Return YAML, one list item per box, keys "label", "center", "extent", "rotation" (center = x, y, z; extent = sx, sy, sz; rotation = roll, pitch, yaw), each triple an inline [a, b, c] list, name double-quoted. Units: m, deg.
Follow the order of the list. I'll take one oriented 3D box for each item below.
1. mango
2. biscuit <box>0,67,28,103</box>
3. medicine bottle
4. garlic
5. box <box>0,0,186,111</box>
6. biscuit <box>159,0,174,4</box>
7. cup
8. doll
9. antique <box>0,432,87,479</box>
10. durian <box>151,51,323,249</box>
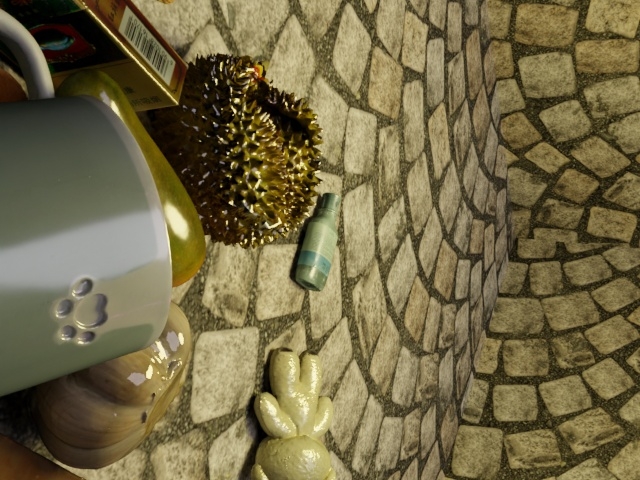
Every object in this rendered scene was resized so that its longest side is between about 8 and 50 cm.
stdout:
- label: "mango"
  center: [-0.229, -0.061, 0.804]
  extent: [0.129, 0.146, 0.289]
  rotation: [-27, 119, -13]
- label: "biscuit"
  center: [-0.333, -0.069, 0.803]
  extent: [0.324, 0.049, 0.205]
  rotation: [60, 43, -49]
- label: "medicine bottle"
  center: [0.000, 0.000, 1.451]
  extent: [0.090, 0.054, 0.208]
  rotation: [43, 55, -55]
- label: "garlic"
  center: [-0.250, 0.161, 0.818]
  extent: [0.227, 0.152, 0.228]
  rotation: [-55, 173, -10]
- label: "box"
  center: [-0.279, -0.232, 0.759]
  extent: [0.240, 0.160, 0.071]
  rotation: [47, 47, -55]
- label: "biscuit"
  center: [-0.202, -0.465, 1.003]
  extent: [0.162, 0.035, 0.250]
  rotation: [28, 68, -65]
- label: "cup"
  center: [-0.322, -0.033, 0.584]
  extent: [0.275, 0.259, 0.356]
  rotation: [-17, 97, -39]
- label: "doll"
  center: [-0.055, 0.354, 1.371]
  extent: [0.149, 0.175, 0.277]
  rotation: [134, -40, -72]
- label: "antique"
  center: [-0.373, 0.244, 0.735]
  extent: [0.087, 0.094, 0.310]
  rotation: [-67, 148, -29]
- label: "durian"
  center: [-0.131, -0.130, 1.000]
  extent: [0.258, 0.258, 0.292]
  rotation: [-33, 114, -56]
